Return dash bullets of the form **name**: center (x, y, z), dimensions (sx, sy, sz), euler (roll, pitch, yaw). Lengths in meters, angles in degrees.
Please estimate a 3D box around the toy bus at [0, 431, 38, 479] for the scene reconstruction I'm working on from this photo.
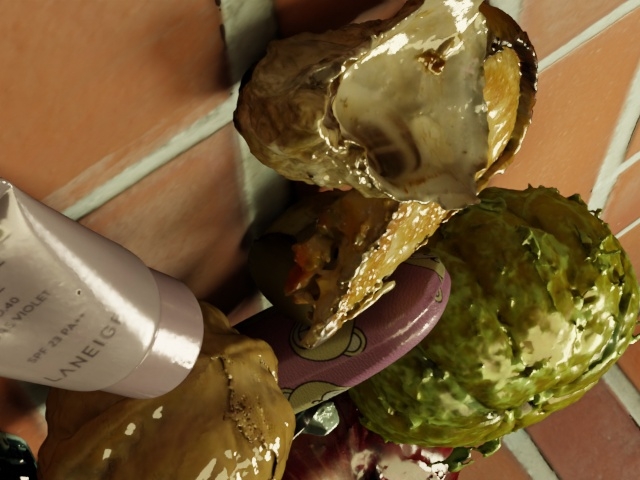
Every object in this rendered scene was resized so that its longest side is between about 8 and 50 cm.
- **toy bus**: center (-0.246, 0.290, 1.428), dimensions (0.147, 0.256, 0.128), euler (-31, 165, 6)

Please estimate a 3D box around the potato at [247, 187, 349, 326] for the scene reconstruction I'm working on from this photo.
- **potato**: center (0.000, 0.000, 1.458), dimensions (0.103, 0.066, 0.096), euler (-37, 134, -33)

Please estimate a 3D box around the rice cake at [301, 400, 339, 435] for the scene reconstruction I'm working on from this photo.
- **rice cake**: center (-0.048, 0.168, 1.751), dimensions (0.042, 0.030, 0.180), euler (-34, -162, -33)

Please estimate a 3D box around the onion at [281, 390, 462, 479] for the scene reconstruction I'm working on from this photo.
- **onion**: center (0.020, 0.213, 1.894), dimensions (0.252, 0.219, 0.252), euler (-2, 129, -2)

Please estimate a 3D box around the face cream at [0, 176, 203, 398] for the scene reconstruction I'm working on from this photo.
- **face cream**: center (-0.182, 0.037, 1.160), dimensions (0.154, 0.096, 0.274), euler (-38, 152, 17)

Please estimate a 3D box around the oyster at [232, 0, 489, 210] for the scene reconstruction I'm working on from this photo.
- **oyster**: center (0.032, -0.093, 1.186), dimensions (0.107, 0.161, 0.233), euler (3, -169, 39)

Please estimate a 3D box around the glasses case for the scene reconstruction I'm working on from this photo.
- **glasses case**: center (-0.028, 0.098, 1.533), dimensions (0.316, 0.076, 0.123), euler (-27, -163, 26)

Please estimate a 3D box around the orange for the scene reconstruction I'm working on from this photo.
- **orange**: center (0.143, 0.066, 1.692), dimensions (0.300, 0.223, 0.301), euler (-36, 160, 11)

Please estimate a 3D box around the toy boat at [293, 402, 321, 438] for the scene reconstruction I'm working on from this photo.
- **toy boat**: center (-0.129, 0.180, 1.661), dimensions (0.299, 0.092, 0.134), euler (-39, -159, -22)

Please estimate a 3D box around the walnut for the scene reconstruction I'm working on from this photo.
- **walnut**: center (-0.121, 0.152, 1.398), dimensions (0.198, 0.198, 0.245), euler (-24, 158, -40)

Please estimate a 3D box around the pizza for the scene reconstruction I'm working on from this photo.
- **pizza**: center (0.082, -0.058, 1.412), dimensions (0.287, 0.074, 0.251), euler (-58, 161, 19)
